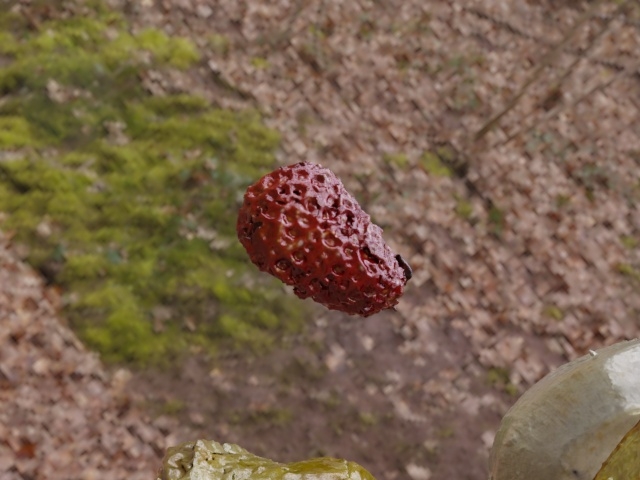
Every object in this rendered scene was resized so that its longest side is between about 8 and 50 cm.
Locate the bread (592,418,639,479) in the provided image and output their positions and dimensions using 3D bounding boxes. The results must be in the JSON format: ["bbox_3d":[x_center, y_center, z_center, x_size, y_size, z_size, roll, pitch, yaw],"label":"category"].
[{"bbox_3d":[0.282,0.264,1.154,0.119,0.288,0.152,28,16,-6],"label":"bread"}]

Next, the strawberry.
[{"bbox_3d":[0.000,0.000,1.298,0.188,0.121,0.082,35,10,18],"label":"strawberry"}]

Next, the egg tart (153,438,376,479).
[{"bbox_3d":[0.020,0.255,0.903,0.341,0.129,0.341,51,5,-6],"label":"egg tart"}]

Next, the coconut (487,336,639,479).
[{"bbox_3d":[0.354,0.269,1.425,0.346,0.346,0.360,52,2,6],"label":"coconut"}]
